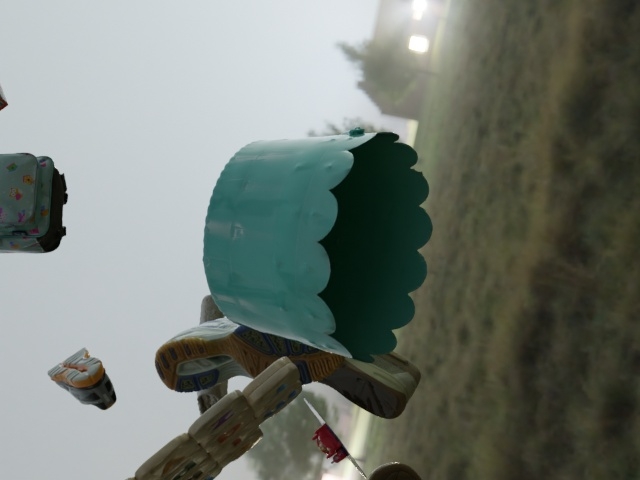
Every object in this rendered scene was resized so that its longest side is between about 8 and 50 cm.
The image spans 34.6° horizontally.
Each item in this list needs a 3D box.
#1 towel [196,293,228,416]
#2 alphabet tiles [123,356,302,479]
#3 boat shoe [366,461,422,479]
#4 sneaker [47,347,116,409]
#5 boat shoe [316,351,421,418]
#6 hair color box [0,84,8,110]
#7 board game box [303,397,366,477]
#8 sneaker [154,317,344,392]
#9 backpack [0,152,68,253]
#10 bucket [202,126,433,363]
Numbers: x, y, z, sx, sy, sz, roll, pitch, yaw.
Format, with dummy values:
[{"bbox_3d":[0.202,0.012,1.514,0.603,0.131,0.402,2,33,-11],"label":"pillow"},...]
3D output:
[{"bbox_3d":[-0.195,0.224,1.854,0.282,0.049,0.187,96,173,-66],"label":"towel"},{"bbox_3d":[-0.133,0.216,0.978,0.284,0.021,0.278,-39,-15,-10],"label":"alphabet tiles"},{"bbox_3d":[0.121,0.494,1.488,0.110,0.122,0.341,140,120,-71],"label":"boat shoe"},{"bbox_3d":[-0.422,0.251,1.830,0.084,0.083,0.215,-37,18,-18],"label":"sneaker"},{"bbox_3d":[0.021,0.172,1.675,0.098,0.302,0.109,-51,-14,-42],"label":"boat shoe"},{"bbox_3d":[-0.525,-0.187,1.481,0.043,0.141,0.072,49,-171,-52],"label":"hair color box"},{"bbox_3d":[0.013,0.343,1.728,0.168,0.033,0.133,57,170,-32],"label":"board game box"},{"bbox_3d":[-0.098,0.149,1.536,0.131,0.296,0.111,-48,-49,-66],"label":"sneaker"},{"bbox_3d":[-0.541,-0.062,1.743,0.144,0.188,0.165,66,-161,-68],"label":"backpack"},{"bbox_3d":[0.000,0.000,1.253,0.281,0.183,0.281,-20,-67,-57],"label":"bucket"}]
